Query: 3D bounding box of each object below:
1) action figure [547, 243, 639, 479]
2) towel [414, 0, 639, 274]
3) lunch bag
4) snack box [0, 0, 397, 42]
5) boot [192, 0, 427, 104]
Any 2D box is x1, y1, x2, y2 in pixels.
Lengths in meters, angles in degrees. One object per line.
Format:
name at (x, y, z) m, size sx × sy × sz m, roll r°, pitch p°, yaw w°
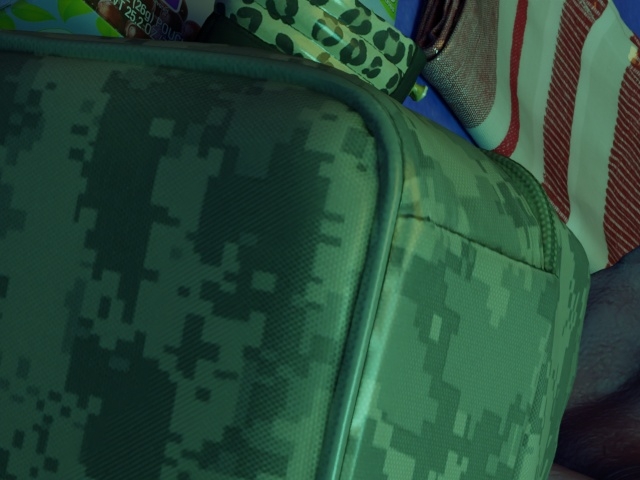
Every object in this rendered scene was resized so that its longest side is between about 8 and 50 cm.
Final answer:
action figure at (0.181, 0.158, 0.792) m, size 0.248 × 0.275 × 0.370 m, roll 48°, pitch 9°, yaw -7°
towel at (0.177, -0.094, 1.138) m, size 0.329 × 0.037 × 0.237 m, roll 48°, pitch 41°, yaw -33°
lunch bag at (-0.028, 0.108, 0.527) m, size 0.256 × 0.212 × 0.305 m, roll 19°, pitch 81°, yaw -57°
snack box at (-0.053, -0.110, 0.770) m, size 0.207 × 0.070 × 0.175 m, roll 43°, pitch 44°, yaw -39°
boot at (0.000, 0.000, 0.702) m, size 0.236 × 0.085 × 0.179 m, roll 34°, pitch 91°, yaw -40°
